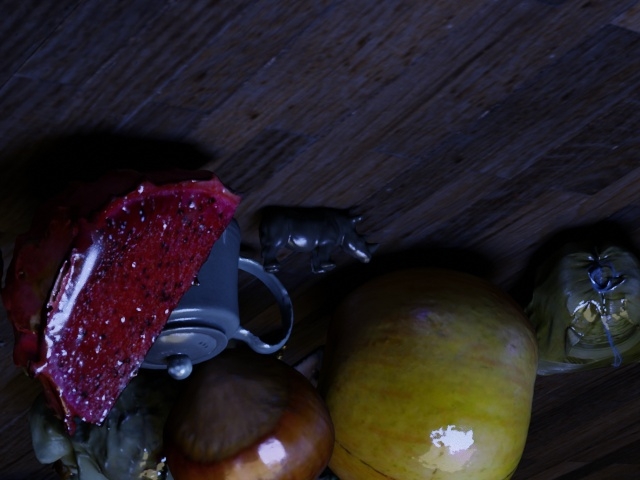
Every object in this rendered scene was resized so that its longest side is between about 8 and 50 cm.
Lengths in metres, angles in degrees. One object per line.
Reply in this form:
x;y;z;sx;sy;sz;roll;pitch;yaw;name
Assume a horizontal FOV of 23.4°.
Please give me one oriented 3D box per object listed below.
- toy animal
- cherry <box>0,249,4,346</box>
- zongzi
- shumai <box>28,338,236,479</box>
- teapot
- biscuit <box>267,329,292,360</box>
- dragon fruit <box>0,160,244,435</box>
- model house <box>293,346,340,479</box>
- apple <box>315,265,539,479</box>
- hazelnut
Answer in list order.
0.000;0.000;1.543;0.136;0.065;0.047;2;170;-23;toy animal
-0.360;0.027;1.304;0.192;0.175;0.249;-12;156;-23;cherry
0.256;0.092;1.794;0.274;0.125;0.251;-13;157;17;zongzi
-0.218;0.184;1.749;0.218;0.189;0.256;0;-177;17;shumai
-0.137;0.066;1.520;0.239;0.149;0.162;3;151;-28;teapot
-0.087;0.209;1.818;0.016;0.203;0.144;26;148;-8;biscuit
-0.201;0.033;1.370;0.163;0.261;0.189;31;173;-23;dragon fruit
0.046;0.218;1.918;0.166;0.183;0.172;11;109;-37;model house
0.112;0.165;1.695;0.233;0.286;0.286;13;154;1;apple
-0.077;0.196;1.595;0.182;0.182;0.182;-10;156;-5;hazelnut
